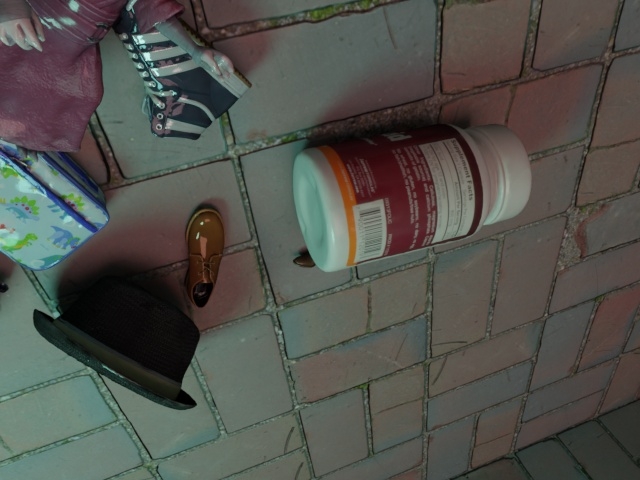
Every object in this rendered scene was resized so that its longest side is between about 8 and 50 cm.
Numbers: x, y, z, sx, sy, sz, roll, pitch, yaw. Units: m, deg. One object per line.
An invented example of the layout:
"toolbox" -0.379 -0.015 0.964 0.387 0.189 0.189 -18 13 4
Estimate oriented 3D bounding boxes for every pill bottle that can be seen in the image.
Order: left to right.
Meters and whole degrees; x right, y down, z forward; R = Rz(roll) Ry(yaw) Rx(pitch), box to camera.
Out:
"pill bottle" 0.164 -0.092 0.938 0.393 0.224 0.223 -13 128 -15

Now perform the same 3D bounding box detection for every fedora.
"fedora" -0.334 0.171 0.930 0.334 0.334 0.152 46 69 -40

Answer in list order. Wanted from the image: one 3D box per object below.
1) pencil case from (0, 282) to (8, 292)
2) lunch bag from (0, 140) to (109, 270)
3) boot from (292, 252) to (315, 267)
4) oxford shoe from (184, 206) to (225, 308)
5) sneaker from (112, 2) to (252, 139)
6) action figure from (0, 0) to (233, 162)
"pencil case" -0.693 0.073 0.725 0.411 0.159 0.184 28 125 -36
"lunch bag" -0.450 -0.069 0.778 0.176 0.090 0.219 -34 132 0
"boot" 0.000 0.000 1.055 0.107 0.037 0.114 -9 132 -34
"oxford shoe" -0.216 0.037 0.966 0.076 0.076 0.212 -2 123 -21
"sneaker" -0.246 -0.254 0.722 0.153 0.099 0.282 -46 132 11
"action figure" -0.282 -0.270 0.582 0.370 0.275 0.248 -38 161 19
